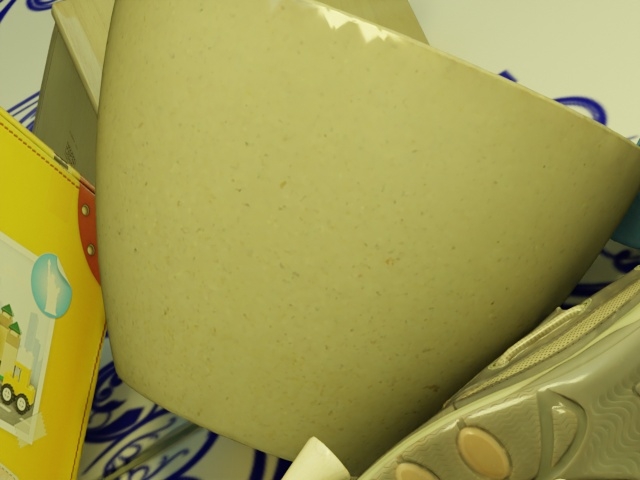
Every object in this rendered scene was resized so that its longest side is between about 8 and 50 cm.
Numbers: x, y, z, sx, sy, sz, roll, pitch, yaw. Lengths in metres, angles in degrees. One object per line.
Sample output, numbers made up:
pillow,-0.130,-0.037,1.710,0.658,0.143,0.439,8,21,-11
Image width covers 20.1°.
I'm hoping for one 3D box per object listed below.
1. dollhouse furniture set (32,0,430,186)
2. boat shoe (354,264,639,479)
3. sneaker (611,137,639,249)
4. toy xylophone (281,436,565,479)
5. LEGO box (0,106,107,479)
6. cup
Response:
dollhouse furniture set,-0.032,-0.061,1.360,0.303,0.198,0.286,-16,68,-23
boat shoe,0.144,0.106,0.964,0.355,0.132,0.130,-33,5,8
sneaker,0.250,-0.074,1.151,0.209,0.069,0.082,-45,31,-21
toy xylophone,0.011,0.233,0.819,0.236,0.081,0.323,40,74,10
LEGO box,-0.348,0.039,0.997,0.193,0.500,0.372,-9,57,29
cup,0.000,0.000,1.069,0.331,0.331,0.237,24,93,53
